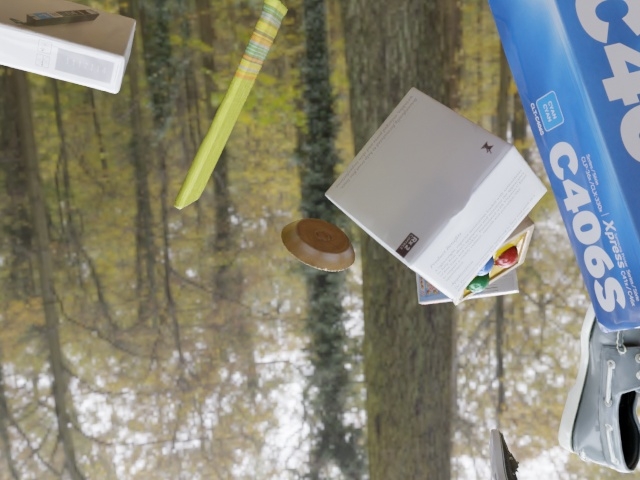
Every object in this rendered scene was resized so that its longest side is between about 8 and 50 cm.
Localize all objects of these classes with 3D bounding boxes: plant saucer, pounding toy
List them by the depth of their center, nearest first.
[{"bbox_3d":[0.000,0.000,0.913,0.083,0.015,0.083,16,-147,-11],"label":"plant saucer"},{"bbox_3d":[0.249,-0.020,1.222,0.181,0.206,0.094,-31,-115,-11],"label":"pounding toy"}]

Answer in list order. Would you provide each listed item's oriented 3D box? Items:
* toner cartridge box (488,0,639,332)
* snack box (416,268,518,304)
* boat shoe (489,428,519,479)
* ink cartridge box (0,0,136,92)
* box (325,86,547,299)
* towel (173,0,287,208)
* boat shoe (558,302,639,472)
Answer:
[{"bbox_3d":[0.222,-0.127,0.599,0.165,0.347,0.075,-16,174,-19],"label":"toner cartridge box"},{"bbox_3d":[0.258,0.071,1.540,0.178,0.064,0.022,-9,165,23],"label":"snack box"},{"bbox_3d":[0.298,0.370,1.388,0.040,0.049,0.142,-1,-127,-3],"label":"boat shoe"},{"bbox_3d":[-0.418,-0.327,1.248,0.296,0.066,0.261,13,-147,-13],"label":"ink cartridge box"},{"bbox_3d":[0.139,-0.059,1.061,0.182,0.181,0.119,42,-177,42],"label":"box"},{"bbox_3d":[-0.097,-0.147,0.919,0.021,0.237,0.102,26,-170,0],"label":"towel"},{"bbox_3d":[0.382,0.150,1.074,0.116,0.319,0.099,-18,-144,-38],"label":"boat shoe"}]
